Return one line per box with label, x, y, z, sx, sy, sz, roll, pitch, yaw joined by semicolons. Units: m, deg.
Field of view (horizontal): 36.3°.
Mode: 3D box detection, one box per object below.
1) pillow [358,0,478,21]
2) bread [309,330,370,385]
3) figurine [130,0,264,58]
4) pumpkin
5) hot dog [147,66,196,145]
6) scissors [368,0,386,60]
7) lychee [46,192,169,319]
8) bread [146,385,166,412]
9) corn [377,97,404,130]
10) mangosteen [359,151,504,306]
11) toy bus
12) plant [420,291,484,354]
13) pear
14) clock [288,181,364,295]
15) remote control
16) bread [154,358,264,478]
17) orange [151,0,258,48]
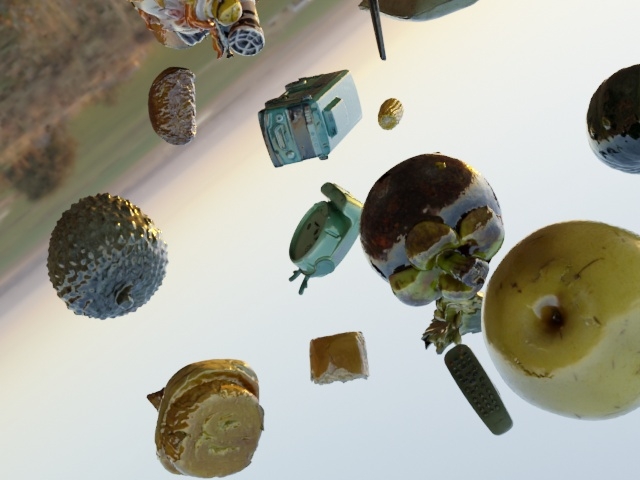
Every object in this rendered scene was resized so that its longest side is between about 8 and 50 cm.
pillow;0.203;-0.490;1.950;0.185;0.075;0.302;-25;-156;-10
bread;0.036;0.242;2.000;0.125;0.106;0.082;-7;179;-3
figurine;-0.267;-0.500;1.907;0.320;0.323;0.196;18;-103;40
pumpkin;0.674;-0.247;1.933;0.300;0.207;0.300;-1;167;0
hot dog;-0.271;-0.251;1.831;0.065;0.147;0.099;6;-169;36
scissors;0.083;-0.399;1.581;0.017;0.220;0.088;-10;179;-7
lychee;-0.455;0.035;2.071;0.255;0.274;0.255;-27;146;-20
bread;-0.284;0.340;2.089;0.136;0.154;0.054;-53;161;7
corn;0.188;-0.339;2.620;0.067;0.067;0.206;-37;-170;18
mangosteen;0.149;-0.005;1.253;0.192;0.192;0.217;-38;-153;11
toy bus;-0.015;-0.244;1.915;0.147;0.128;0.256;-10;-160;22
plant;0.381;0.193;2.562;0.261;0.297;0.305;-39;-148;44
pear;0.432;0.129;1.611;0.348;0.348;0.348;-39;-173;6
clock;0.000;0.000;1.829;0.211;0.066;0.159;-59;-158;5
remote control;0.353;0.332;2.172;0.072;0.222;0.042;-35;157;9
bread;-0.204;0.332;1.791;0.198;0.236;0.120;2;-162;-32
orange;-0.272;-0.586;2.257;0.310;0.274;0.274;-48;-179;38
